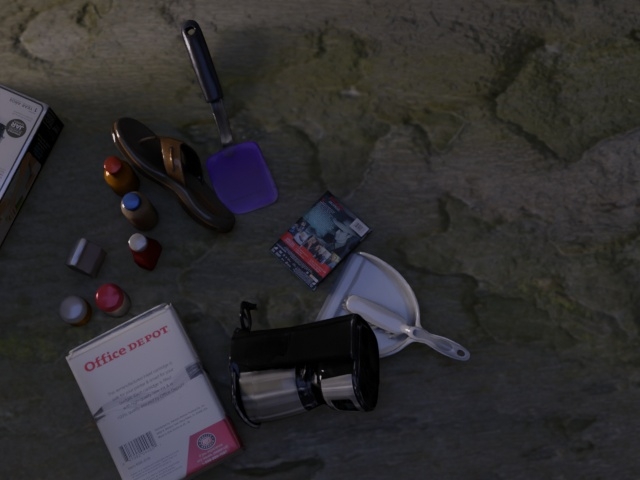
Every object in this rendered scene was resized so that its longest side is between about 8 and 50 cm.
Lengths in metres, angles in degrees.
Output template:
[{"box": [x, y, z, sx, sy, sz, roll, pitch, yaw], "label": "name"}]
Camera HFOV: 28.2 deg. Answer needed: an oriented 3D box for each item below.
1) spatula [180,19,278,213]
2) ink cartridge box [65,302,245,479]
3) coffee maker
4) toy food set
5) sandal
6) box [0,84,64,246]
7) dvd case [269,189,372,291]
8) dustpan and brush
[{"box": [-0.144, -0.180, 1.809, 0.084, 0.030, 0.296, -21, 76, 4], "label": "spatula"}, {"box": [-0.217, 0.215, 1.689, 0.159, 0.092, 0.217, -27, 79, -3], "label": "ink cartridge box"}, {"box": [-0.021, 0.149, 1.660, 0.178, 0.120, 0.171, -11, 82, 17], "label": "coffee maker"}, {"box": [-0.285, 0.009, 1.734, 0.111, 0.104, 0.232, 22, 79, 8], "label": "toy food set"}, {"box": [-0.194, -0.099, 1.756, 0.219, 0.090, 0.060, 45, 115, 11], "label": "sandal"}, {"box": [-0.503, -0.081, 1.777, 0.169, 0.087, 0.290, 23, 79, 8], "label": "box"}, {"box": [0.000, 0.000, 1.766, 0.087, 0.013, 0.119, 42, 83, 15], "label": "dvd case"}, {"box": [0.103, 0.114, 1.711, 0.211, 0.060, 0.147, 26, 80, 9], "label": "dustpan and brush"}]
